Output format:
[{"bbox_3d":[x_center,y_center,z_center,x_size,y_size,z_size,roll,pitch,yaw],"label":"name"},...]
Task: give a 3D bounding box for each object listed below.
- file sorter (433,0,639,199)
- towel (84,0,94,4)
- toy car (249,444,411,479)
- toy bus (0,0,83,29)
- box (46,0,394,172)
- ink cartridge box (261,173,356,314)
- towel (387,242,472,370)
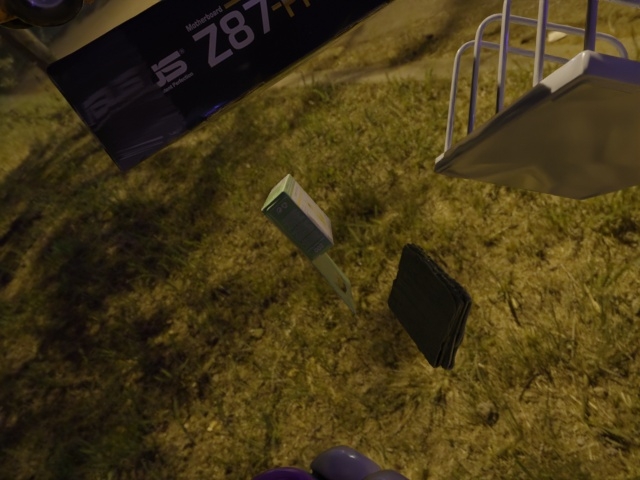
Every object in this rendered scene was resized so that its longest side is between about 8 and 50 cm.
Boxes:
[{"bbox_3d":[0.257,-0.160,0.492,0.277,0.192,0.173,145,133,-80],"label":"file sorter"},{"bbox_3d":[-0.218,-0.470,0.526,0.370,0.271,0.040,-42,51,6],"label":"towel"},{"bbox_3d":[-0.007,0.238,0.402,0.159,0.136,0.182,-59,17,-19],"label":"toy car"},{"bbox_3d":[-0.253,-0.165,0.291,0.332,0.130,0.108,-35,36,-25],"label":"toy bus"},{"bbox_3d":[-0.093,-0.198,0.554,0.318,0.097,0.395,-37,18,-8],"label":"box"},{"bbox_3d":[0.000,0.000,0.896,0.056,0.235,0.171,-41,12,10],"label":"ink cartridge box"},{"bbox_3d":[0.133,0.079,0.643,0.148,0.027,0.110,-127,44,-54],"label":"towel"}]
